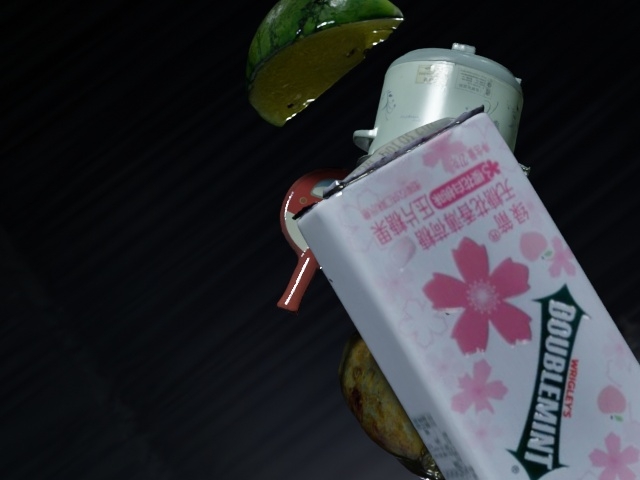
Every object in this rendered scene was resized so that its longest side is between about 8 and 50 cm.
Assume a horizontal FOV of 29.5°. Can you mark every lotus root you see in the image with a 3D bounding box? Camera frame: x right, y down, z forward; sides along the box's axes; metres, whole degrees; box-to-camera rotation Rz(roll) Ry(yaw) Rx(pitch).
[{"bbox_3d":[0.094,0.153,1.212,0.124,0.123,0.241,36,3,-26],"label":"lotus root"}]

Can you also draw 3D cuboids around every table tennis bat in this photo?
[{"bbox_3d":[0.000,0.000,1.160,0.098,0.154,0.019,24,-17,5],"label":"table tennis bat"}]

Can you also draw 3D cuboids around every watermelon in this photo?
[{"bbox_3d":[-0.019,-0.166,1.090,0.092,0.075,0.181,46,-48,-13],"label":"watermelon"}]

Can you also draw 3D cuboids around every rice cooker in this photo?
[{"bbox_3d":[0.209,-0.165,2.078,0.316,0.317,0.264,53,-10,9],"label":"rice cooker"}]

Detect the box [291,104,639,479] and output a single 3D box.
[{"bbox_3d":[0.146,0.078,1.037,0.369,0.190,0.112,59,-22,1],"label":"box"}]
